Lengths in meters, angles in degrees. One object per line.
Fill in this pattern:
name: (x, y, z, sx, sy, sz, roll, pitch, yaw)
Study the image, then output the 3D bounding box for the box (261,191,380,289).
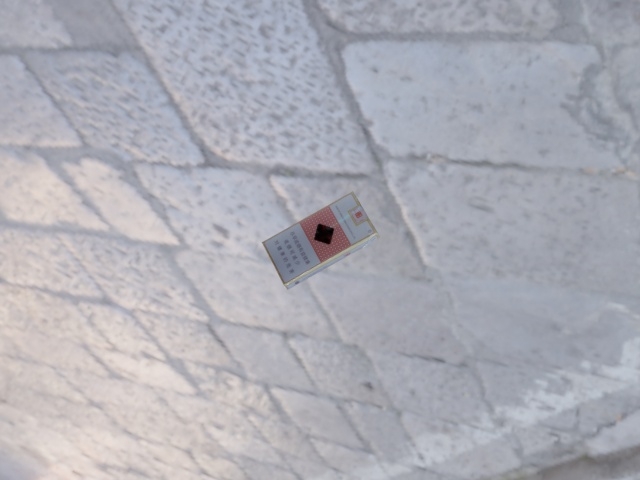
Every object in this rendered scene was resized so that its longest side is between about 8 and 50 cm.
box: (0.000, 0.000, 0.758, 0.083, 0.046, 0.012, -29, 149, 0)
